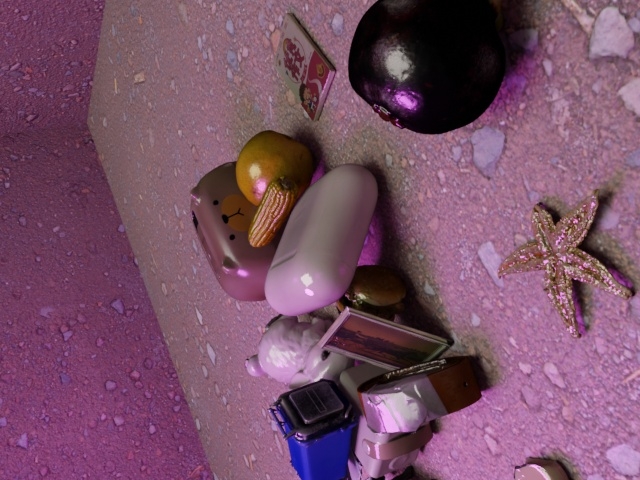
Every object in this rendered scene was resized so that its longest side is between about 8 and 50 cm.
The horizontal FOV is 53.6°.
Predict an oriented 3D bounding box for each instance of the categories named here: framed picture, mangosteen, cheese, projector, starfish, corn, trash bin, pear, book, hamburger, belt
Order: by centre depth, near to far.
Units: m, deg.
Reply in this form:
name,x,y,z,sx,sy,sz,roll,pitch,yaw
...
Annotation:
name,x,y,z,sx,sy,sz,roll,pitch,yaw
starfish,0.397,0.047,1.056,0.231,0.048,0.295,65,149,16
mangosteen,0.196,-0.329,1.060,0.275,0.275,0.302,36,97,47
cheese,0.435,0.454,1.174,0.171,0.047,0.092,-10,97,60
belt,0.204,0.324,1.337,0.261,0.184,0.105,-19,88,24
framed picture,0.138,0.233,1.407,0.197,0.252,0.014,121,165,-50
hamburger,0.111,0.131,1.434,0.159,0.185,0.131,28,120,9
trash bin,-0.016,0.469,1.503,0.162,0.184,0.234,-133,34,-51
projector,0.147,0.433,1.527,0.242,0.163,0.177,47,141,43
corn,-0.120,-0.065,1.572,0.080,0.080,0.231,57,138,28
book,-0.047,-0.436,1.596,0.232,0.022,0.162,57,145,26
pear,-0.123,-0.180,1.646,0.209,0.209,0.209,31,129,50

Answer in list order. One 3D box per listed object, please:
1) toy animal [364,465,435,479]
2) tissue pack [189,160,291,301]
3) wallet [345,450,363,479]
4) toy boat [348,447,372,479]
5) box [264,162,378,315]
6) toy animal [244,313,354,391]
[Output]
name,x,y,z,sx,sy,sz,roll,pitch,yaw
toy animal,0.182,0.624,1.568,0.245,0.146,0.115,-34,75,59
tissue pack,-0.213,-0.025,1.809,0.387,0.277,0.267,64,151,19
wallet,0.057,0.524,1.735,0.321,0.044,0.170,-122,38,-60
toy boat,0.083,0.574,1.550,0.149,0.034,0.105,45,133,44
box,0.001,0.001,1.462,0.288,0.141,0.349,-27,38,58
toy animal,-0.039,0.321,1.710,0.194,0.258,0.357,48,167,-23
